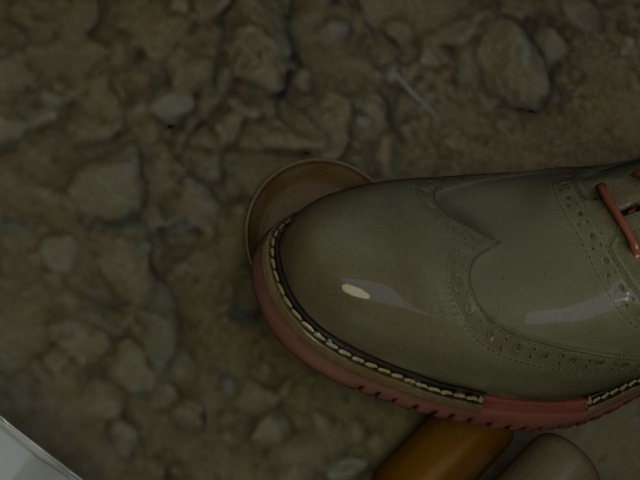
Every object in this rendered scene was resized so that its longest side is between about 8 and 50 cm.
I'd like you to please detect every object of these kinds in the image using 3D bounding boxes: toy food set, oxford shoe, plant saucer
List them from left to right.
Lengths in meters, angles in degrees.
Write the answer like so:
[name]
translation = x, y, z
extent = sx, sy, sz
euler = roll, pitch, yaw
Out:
[plant saucer]
translation = 0.000, 0.000, 0.670
extent = 0.083, 0.015, 0.083
euler = 4, 78, -18
[toy food set]
translation = 0.122, 0.184, 0.623
extent = 0.104, 0.111, 0.232
euler = -42, 92, -19
[oxford shoe]
translation = 0.163, -0.006, 0.632
extent = 0.396, 0.146, 0.140
euler = -2, 52, -24

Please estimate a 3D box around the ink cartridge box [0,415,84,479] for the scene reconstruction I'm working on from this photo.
[ink cartridge box]
translation = -0.147, 0.120, 0.531
extent = 0.090, 0.143, 0.092
euler = 40, 70, -7
